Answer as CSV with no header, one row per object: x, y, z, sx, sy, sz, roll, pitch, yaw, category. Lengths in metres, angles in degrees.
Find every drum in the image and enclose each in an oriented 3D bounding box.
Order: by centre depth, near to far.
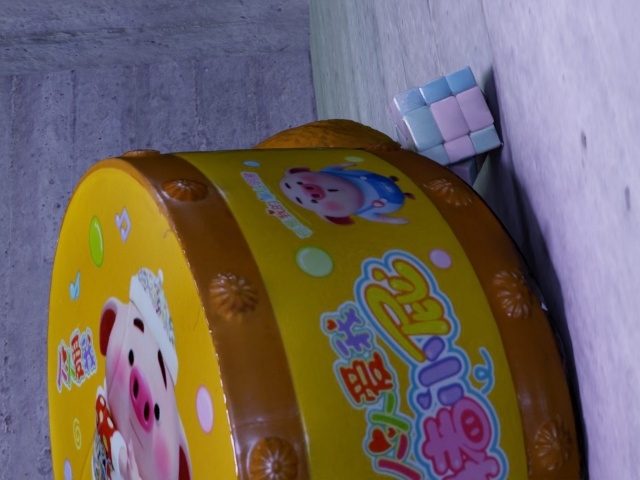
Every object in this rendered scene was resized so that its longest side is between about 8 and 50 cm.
-0.037,0.141,0.727,0.431,0.214,0.431,15,107,60,drum

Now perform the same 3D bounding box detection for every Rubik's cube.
0.088,-0.077,0.768,0.073,0.075,0.084,148,116,-85,Rubik's cube

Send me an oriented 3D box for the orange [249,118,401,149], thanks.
0.000,0.000,1.072,0.264,0.264,0.264,175,90,-88,orange
